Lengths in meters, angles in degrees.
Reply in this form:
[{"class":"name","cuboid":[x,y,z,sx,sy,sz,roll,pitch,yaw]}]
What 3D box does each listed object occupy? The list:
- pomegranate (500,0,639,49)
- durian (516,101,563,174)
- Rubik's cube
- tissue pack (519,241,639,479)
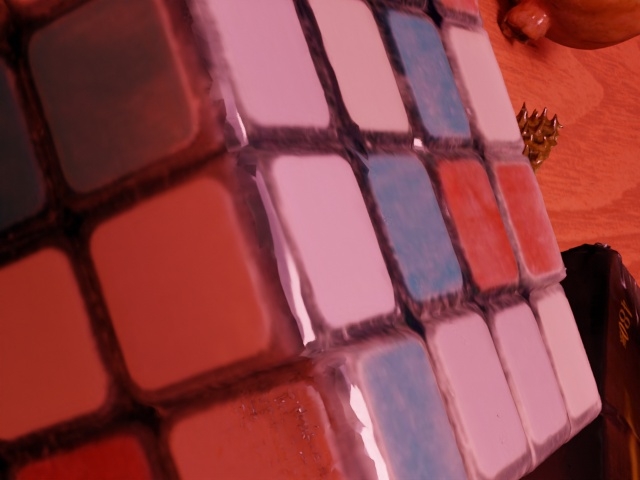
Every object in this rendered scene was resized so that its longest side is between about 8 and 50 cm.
[{"class":"pomegranate","cuboid":[0.320,-0.334,1.366,0.270,0.252,0.229,-43,106,-13]},{"class":"durian","cuboid":[0.143,-0.056,1.038,0.252,0.144,0.139,-65,151,-58]},{"class":"Rubik's cube","cuboid":[-0.064,0.006,0.473,0.259,0.256,0.254,-4,75,-61]},{"class":"tissue pack","cuboid":[0.134,0.197,0.773,0.198,0.210,0.370,45,39,-30]}]
